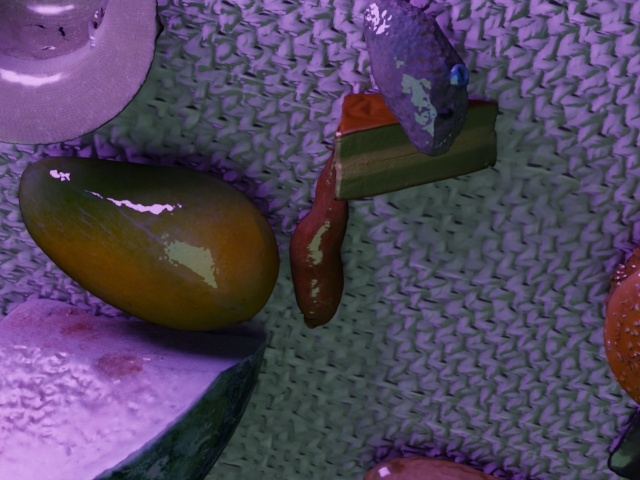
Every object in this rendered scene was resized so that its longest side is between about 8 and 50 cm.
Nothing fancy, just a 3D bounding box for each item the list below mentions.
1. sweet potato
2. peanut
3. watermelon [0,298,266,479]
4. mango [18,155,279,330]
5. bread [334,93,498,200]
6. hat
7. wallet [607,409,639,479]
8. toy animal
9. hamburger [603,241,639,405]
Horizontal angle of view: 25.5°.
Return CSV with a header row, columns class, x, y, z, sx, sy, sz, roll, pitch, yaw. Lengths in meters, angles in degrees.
class,x,y,z,sx,sy,sz,roll,pitch,yaw
sweet potato,0.000,0.000,1.317,0.056,0.056,0.195,10,118,3
peanut,0.148,0.287,1.453,0.226,0.095,0.108,21,127,-3
watermelon,-0.240,0.171,1.383,0.258,0.387,0.228,53,154,22
mango,-0.160,0.001,1.304,0.251,0.114,0.156,13,131,0
bread,0.085,-0.078,1.229,0.139,0.084,0.074,4,122,5
hat,-0.240,-0.220,1.161,0.257,0.130,0.257,5,125,7
wallet,0.399,0.144,1.356,0.146,0.030,0.285,20,124,-6
toy animal,0.071,-0.193,1.164,0.079,0.070,0.253,-13,101,-11
hamburger,0.339,0.075,1.249,0.182,0.118,0.191,-21,99,30
